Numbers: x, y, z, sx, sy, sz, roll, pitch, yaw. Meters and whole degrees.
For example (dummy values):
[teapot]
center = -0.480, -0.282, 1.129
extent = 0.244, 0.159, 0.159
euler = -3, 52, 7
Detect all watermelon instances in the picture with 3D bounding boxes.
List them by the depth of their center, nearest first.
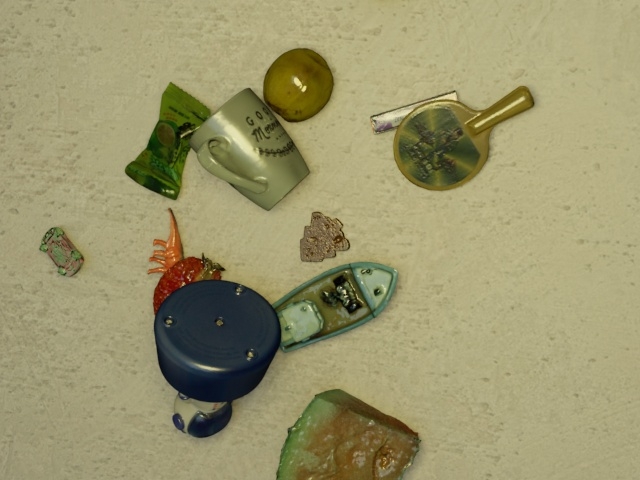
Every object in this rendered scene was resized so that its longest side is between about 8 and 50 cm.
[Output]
[watermelon]
center = 0.045, 0.492, 1.657
extent = 0.302, 0.151, 0.264
euler = 20, 97, -8

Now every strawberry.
[strawberry]
center = -0.332, 0.133, 1.684
extent = 0.106, 0.175, 0.236
euler = 32, 83, 27

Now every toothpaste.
[toothpaste]
center = 0.208, -0.283, 1.583
extent = 0.196, 0.040, 0.047
euler = -15, 95, 12

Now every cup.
[cup]
center = -0.162, -0.177, 1.564
extent = 0.234, 0.258, 0.186
euler = 48, 122, -3

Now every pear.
[pear]
center = -0.050, -0.339, 1.577
extent = 0.149, 0.149, 0.162
euler = 42, 106, 5

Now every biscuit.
[biscuit]
center = 0.000, 0.000, 1.665
extent = 0.130, 0.019, 0.119
euler = -43, 87, 12

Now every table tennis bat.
[table tennis bat]
center = 0.307, -0.232, 1.547
extent = 0.320, 0.050, 0.198
euler = -29, 102, 20

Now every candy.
[candy]
center = -0.351, -0.232, 1.691
extent = 0.149, 0.069, 0.246
euler = 30, 105, 12

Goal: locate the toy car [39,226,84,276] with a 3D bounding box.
[toy car]
center = -0.639, 0.029, 1.785
extent = 0.069, 0.055, 0.142
euler = -47, 72, 12

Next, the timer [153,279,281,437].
[timer]
center = -0.249, 0.308, 1.628
extent = 0.270, 0.270, 0.384
euler = 23, 130, 9

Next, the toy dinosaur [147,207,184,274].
[toy dinosaur]
center = -0.364, 0.063, 1.729
extent = 0.101, 0.055, 0.280
euler = 4, 104, -7

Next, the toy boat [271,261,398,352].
[toy boat]
center = 0.030, 0.141, 1.616
extent = 0.331, 0.133, 0.145
euler = -27, 89, 13
